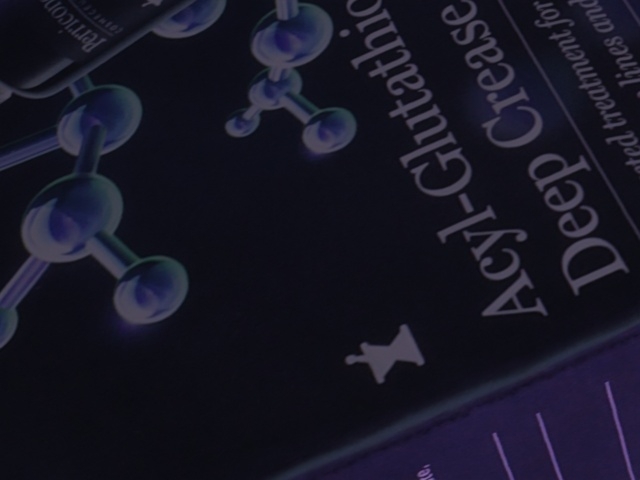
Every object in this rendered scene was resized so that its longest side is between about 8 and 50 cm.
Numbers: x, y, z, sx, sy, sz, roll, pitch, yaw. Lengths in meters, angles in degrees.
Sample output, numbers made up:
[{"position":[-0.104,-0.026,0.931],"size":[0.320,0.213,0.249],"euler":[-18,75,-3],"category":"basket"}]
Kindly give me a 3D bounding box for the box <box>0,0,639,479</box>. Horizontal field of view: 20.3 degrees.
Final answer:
[{"position":[-0.019,0.019,0.698],"size":[0.395,0.212,0.293],"euler":[-25,53,1],"category":"box"}]
